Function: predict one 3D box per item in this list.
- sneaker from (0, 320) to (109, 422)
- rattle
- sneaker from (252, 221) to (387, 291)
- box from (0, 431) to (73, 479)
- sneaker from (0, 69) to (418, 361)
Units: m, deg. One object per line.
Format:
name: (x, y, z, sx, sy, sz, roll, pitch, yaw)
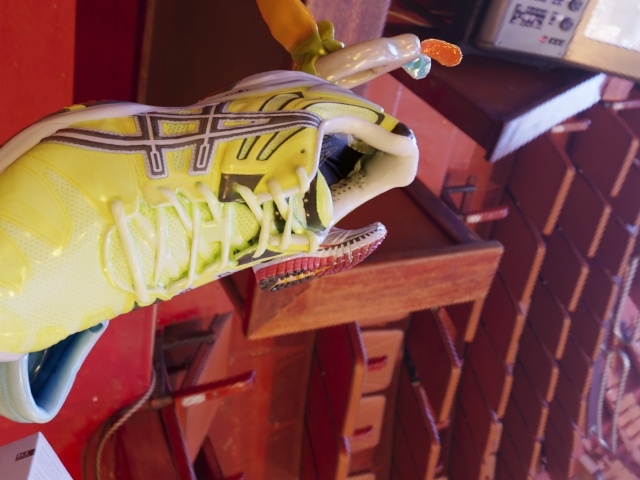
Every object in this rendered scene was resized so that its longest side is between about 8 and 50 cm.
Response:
sneaker: (-0.281, 0.037, 0.851, 0.135, 0.150, 0.366, 22, 86, -58)
rattle: (0.041, -0.231, 0.796, 0.199, 0.143, 0.130, -23, 167, -14)
sneaker: (0.000, 0.000, 1.078, 0.225, 0.093, 0.088, -13, 160, -30)
box: (-0.480, 0.424, 1.127, 0.181, 0.119, 0.182, -21, 117, -1)
sneaker: (-0.080, -0.037, 0.524, 0.384, 0.147, 0.145, -34, 127, -37)
